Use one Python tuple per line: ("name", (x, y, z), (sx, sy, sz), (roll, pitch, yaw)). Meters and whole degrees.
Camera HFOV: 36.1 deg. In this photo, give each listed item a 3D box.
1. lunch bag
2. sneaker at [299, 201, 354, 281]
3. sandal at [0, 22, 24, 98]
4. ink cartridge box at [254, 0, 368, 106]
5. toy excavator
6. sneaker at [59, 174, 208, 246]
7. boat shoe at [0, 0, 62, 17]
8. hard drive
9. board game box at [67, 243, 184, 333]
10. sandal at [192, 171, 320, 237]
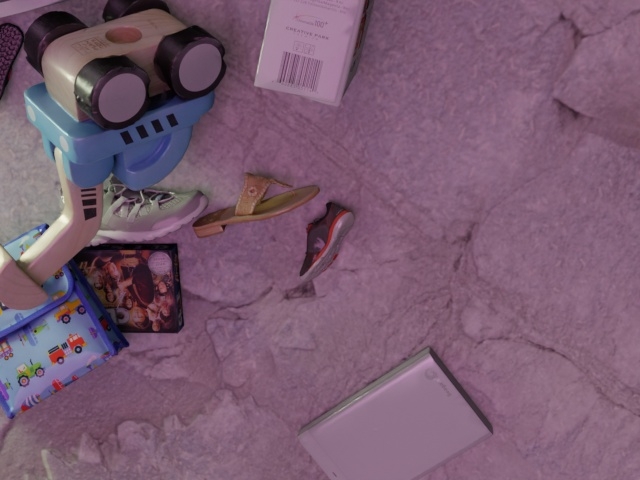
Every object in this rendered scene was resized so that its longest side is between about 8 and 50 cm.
("lunch bag", (-0.518, 0.127, 1.747), (0.221, 0.138, 0.293), (-32, 91, -1))
("sneaker", (0.000, 0.000, 1.741), (0.065, 0.061, 0.158), (39, 109, 22))
("sandal", (-0.570, -0.295, 1.718), (0.067, 0.040, 0.179), (30, 95, -9))
("ink cartridge box", (0.014, -0.370, 1.475), (0.130, 0.309, 0.272), (15, 108, 2))
("toy excavator", (-0.367, -0.131, 1.604), (0.222, 0.433, 0.445), (38, 141, 35))
("sneaker", (-0.337, -0.061, 1.725), (0.281, 0.105, 0.115), (-9, 107, 10))
("boat shoe", (-0.482, -0.436, 1.626), (0.301, 0.108, 0.102), (-9, 108, 17))
("hard drive", (0.138, 0.360, 1.841), (0.307, 0.040, 0.203), (-35, 101, 17))
("board game box", (-0.380, 0.088, 1.813), (0.243, 0.042, 0.165), (0, 108, 7))
("sandal", (-0.126, -0.077, 1.704), (0.240, 0.088, 0.079), (-18, 111, 17))
